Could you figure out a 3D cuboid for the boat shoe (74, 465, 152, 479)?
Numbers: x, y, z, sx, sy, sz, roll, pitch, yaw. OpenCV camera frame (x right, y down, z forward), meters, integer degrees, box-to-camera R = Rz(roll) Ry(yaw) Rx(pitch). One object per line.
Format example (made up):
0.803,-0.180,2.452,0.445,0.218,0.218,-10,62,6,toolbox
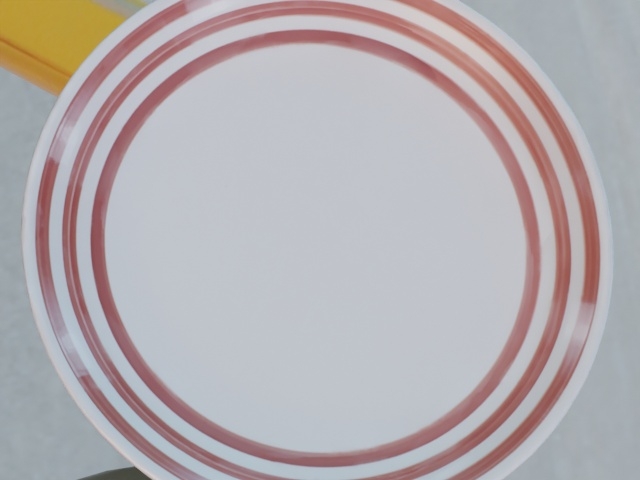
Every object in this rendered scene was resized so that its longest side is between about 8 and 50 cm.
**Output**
-0.164,0.174,0.572,0.110,0.307,0.104,55,16,-25,boat shoe

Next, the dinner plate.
0.000,0.000,0.407,0.017,0.141,0.141,123,-38,-72,dinner plate

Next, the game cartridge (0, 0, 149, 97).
-0.073,-0.073,0.770,0.285,0.324,0.052,21,94,-54,game cartridge
